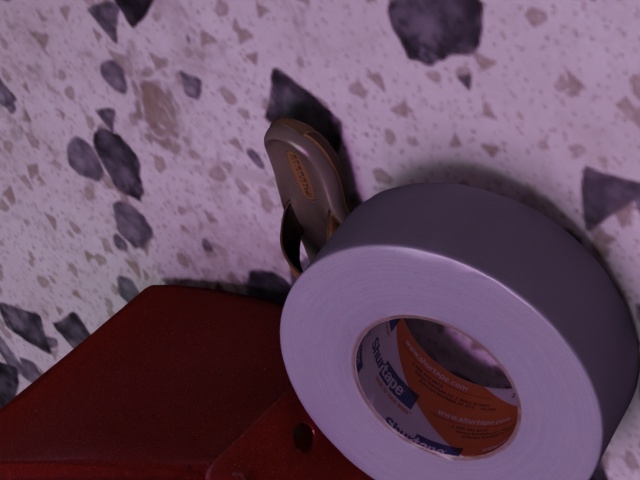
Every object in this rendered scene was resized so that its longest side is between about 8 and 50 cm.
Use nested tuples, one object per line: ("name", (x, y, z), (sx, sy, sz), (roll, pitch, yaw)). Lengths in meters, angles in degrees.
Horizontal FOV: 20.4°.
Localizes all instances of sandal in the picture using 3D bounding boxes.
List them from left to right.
("sandal", (0.000, 0.000, 1.199), (0.072, 0.049, 0.180), (8, 133, 44))

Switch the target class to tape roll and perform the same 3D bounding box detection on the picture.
("tape roll", (0.086, 0.072, 1.118), (0.219, 0.072, 0.219), (19, 134, 20))

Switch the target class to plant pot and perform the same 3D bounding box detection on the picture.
("plant pot", (-0.066, 0.194, 1.275), (0.236, 0.267, 0.267), (-11, 113, 46))
